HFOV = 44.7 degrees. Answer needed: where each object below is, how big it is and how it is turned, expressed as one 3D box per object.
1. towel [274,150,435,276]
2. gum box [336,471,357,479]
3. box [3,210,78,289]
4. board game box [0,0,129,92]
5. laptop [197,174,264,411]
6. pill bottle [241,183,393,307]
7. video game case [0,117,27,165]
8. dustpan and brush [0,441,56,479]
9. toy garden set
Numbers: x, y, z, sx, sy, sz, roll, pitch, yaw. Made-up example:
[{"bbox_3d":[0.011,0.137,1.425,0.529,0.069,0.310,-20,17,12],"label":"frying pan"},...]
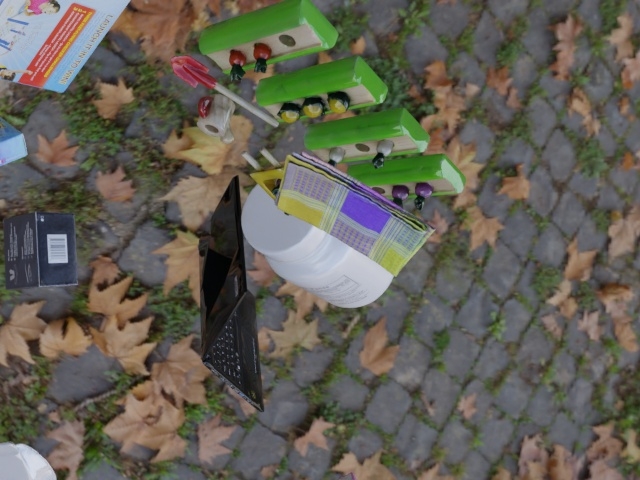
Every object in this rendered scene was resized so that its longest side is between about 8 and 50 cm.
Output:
[{"bbox_3d":[0.014,-0.013,0.413,0.083,0.060,0.009,30,62,0],"label":"towel"},{"bbox_3d":[-0.021,0.343,0.820,0.188,0.062,0.107,-28,95,-1],"label":"gum box"},{"bbox_3d":[-0.599,0.024,1.663,0.093,0.158,0.156,0,85,-47],"label":"box"},{"bbox_3d":[-0.510,-0.423,1.370,0.086,0.308,0.302,53,23,19],"label":"board game box"},{"bbox_3d":[-0.108,0.083,1.167,0.264,0.136,0.234,52,21,-43],"label":"laptop"},{"bbox_3d":[0.000,0.000,0.989,0.229,0.131,0.131,34,70,-59],"label":"pill bottle"},{"bbox_3d":[-0.791,-0.203,1.595,0.269,0.244,0.061,-33,146,-38],"label":"video game case"},{"bbox_3d":[-0.437,0.364,1.166,0.211,0.147,0.060,66,31,-22],"label":"dustpan and brush"},{"bbox_3d":[-0.022,-0.089,0.677,0.244,0.203,0.049,39,60,-41],"label":"toy garden set"}]
